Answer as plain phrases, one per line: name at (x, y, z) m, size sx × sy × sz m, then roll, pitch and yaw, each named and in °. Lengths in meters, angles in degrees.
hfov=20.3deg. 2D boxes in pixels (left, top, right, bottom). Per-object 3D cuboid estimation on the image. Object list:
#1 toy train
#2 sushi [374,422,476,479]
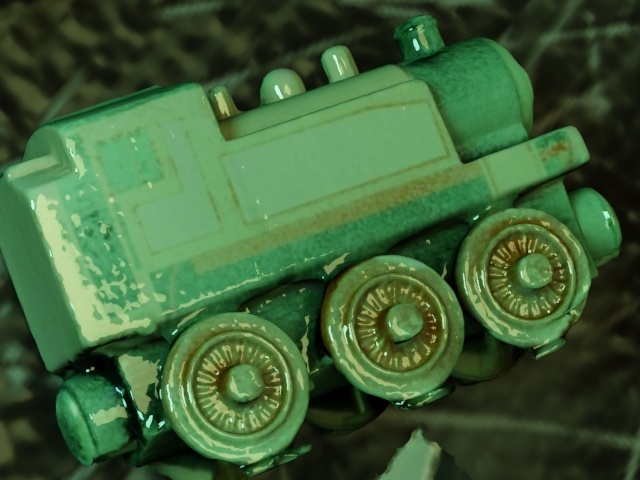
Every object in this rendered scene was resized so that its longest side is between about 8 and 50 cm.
toy train at (0.000, 0.000, 0.561) m, size 0.194 × 0.081 × 0.125 m, roll -21°, pitch 86°, yaw -22°
sushi at (0.031, 0.256, 0.547) m, size 0.292 × 0.059 × 0.294 m, roll 46°, pitch 69°, yaw -10°
